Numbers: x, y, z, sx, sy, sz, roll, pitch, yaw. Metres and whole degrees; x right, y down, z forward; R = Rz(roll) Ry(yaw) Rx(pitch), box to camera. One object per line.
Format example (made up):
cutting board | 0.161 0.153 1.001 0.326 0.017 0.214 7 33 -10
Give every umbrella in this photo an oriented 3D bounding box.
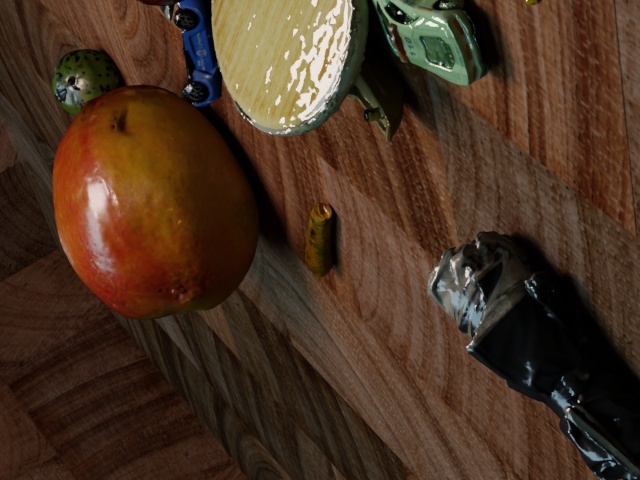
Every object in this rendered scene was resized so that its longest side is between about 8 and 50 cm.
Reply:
umbrella | 0.253 0.137 1.685 0.358 0.113 0.106 48 -171 17

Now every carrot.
carrot | 0.000 0.000 2.317 0.042 0.042 0.171 52 161 22

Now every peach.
peach | -0.255 -0.060 2.523 0.289 0.372 0.373 -15 108 40

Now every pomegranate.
pomegranate | -0.404 -0.272 2.926 0.122 0.122 0.161 51 -171 25

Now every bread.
bread | -0.033 -0.241 1.758 0.267 0.040 0.267 4 96 53

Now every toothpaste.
toothpaste | -0.213 -0.342 2.256 0.216 0.037 0.062 -120 23 -72

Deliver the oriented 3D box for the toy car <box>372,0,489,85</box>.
toy car | 0.098 -0.200 1.612 0.186 0.058 0.093 34 153 55

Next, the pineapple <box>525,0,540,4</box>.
pineapple | 0.131 -0.284 1.274 0.161 0.158 0.334 22 -171 -30

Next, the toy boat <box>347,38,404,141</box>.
toy boat | 0.012 -0.195 1.825 0.226 0.088 0.068 52 163 24

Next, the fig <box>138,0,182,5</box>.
fig | -0.165 -0.403 1.917 0.274 0.145 0.170 122 143 -47

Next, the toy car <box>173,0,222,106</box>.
toy car | -0.159 -0.278 2.211 0.216 0.063 0.103 87 179 -46
